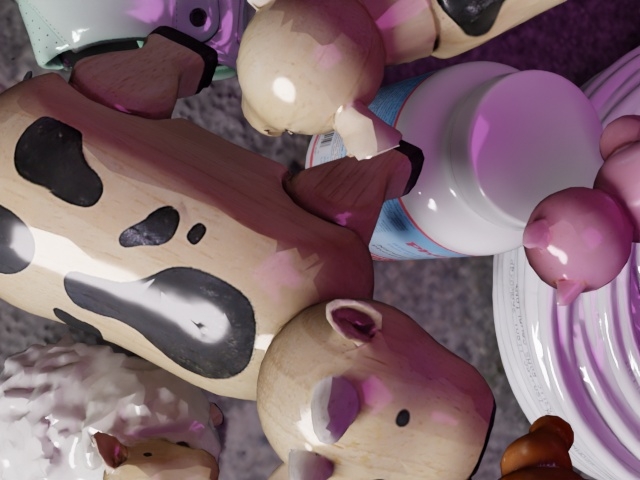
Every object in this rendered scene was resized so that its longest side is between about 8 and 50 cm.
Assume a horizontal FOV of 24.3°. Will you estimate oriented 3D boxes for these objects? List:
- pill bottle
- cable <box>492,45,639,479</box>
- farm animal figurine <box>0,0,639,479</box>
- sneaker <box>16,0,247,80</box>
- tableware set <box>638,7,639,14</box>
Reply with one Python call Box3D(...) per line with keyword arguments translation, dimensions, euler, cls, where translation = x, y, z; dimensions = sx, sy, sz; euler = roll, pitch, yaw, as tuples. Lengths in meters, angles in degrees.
Box3D(translation=(0.060, -0.035, 0.686), dimensions=(0.087, 0.160, 0.087), euler=(1, 88, -22), cls="pill bottle")
Box3D(translation=(0.209, 0.017, 0.786), dimensions=(0.257, 0.089, 0.257), euler=(-5, 91, -22), cls="cable")
Box3D(translation=(0.000, 0.000, 0.536), dimensions=(0.172, 0.326, 0.330), euler=(-41, 137, -61), cls="farm animal figurine")
Box3D(translation=(-0.029, -0.154, 0.687), dimensions=(0.256, 0.094, 0.151), euler=(-16, 89, -12), cls="sneaker")
Box3D(translation=(0.227, -0.168, 0.836), dimensions=(0.154, 0.024, 0.104), euler=(-13, 90, -21), cls="tableware set")
